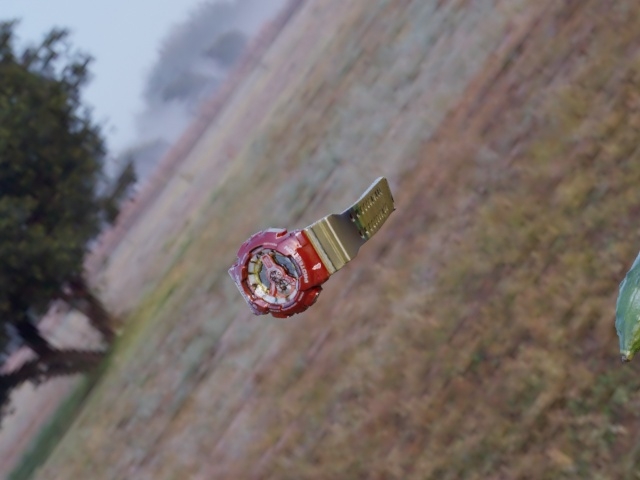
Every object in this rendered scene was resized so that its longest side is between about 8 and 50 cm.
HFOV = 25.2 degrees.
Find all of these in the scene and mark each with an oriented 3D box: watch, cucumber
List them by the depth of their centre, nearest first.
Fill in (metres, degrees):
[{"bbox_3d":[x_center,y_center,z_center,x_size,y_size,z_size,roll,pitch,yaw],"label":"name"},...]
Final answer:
[{"bbox_3d":[-0.007,0.004,1.683,0.164,0.102,0.268,-28,5,20],"label":"watch"},{"bbox_3d":[0.505,0.073,2.099,0.244,0.134,0.134,-55,2,-11],"label":"cucumber"}]
